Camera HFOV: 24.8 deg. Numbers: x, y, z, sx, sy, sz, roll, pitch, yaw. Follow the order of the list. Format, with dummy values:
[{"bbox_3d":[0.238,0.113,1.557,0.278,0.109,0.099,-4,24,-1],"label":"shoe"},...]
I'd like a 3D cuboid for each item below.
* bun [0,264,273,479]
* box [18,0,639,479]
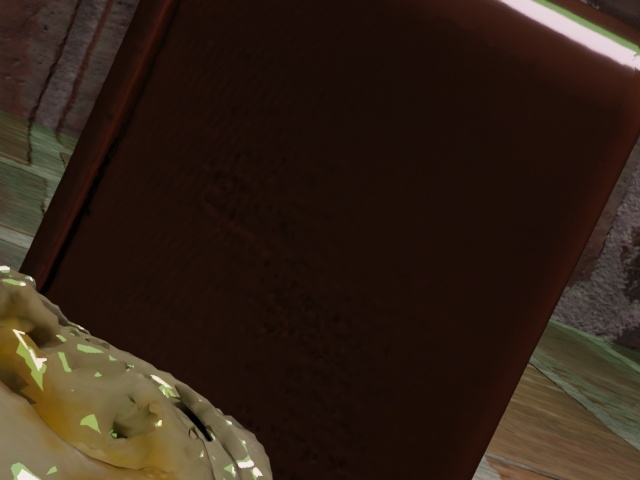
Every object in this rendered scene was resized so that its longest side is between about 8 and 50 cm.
[{"bbox_3d":[-0.128,0.083,0.455,0.287,0.146,0.287,20,8,-3],"label":"bun"},{"bbox_3d":[0.000,0.000,0.759,0.229,0.339,0.239,26,6,2],"label":"box"}]
